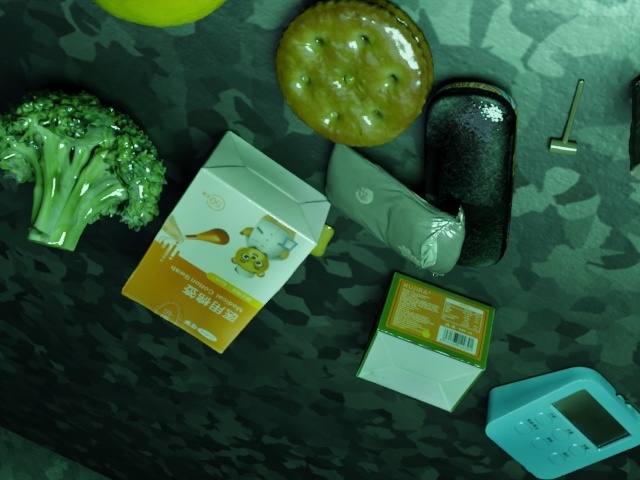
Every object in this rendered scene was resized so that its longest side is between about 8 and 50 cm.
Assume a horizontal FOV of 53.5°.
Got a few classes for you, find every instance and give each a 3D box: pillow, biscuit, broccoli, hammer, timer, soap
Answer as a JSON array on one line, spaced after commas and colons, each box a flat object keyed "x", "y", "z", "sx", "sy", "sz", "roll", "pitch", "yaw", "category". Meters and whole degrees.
[{"x": 0.102, "y": -0.040, "z": 0.976, "sx": 0.255, "sy": 0.059, "sz": 0.169, "roll": 36, "pitch": 152, "yaw": 19, "category": "pillow"}, {"x": 0.046, "y": -0.229, "z": 0.870, "sx": 0.220, "sy": 0.066, "sz": 0.220, "roll": 12, "pitch": 134, "yaw": 13, "category": "biscuit"}, {"x": -0.401, "y": -0.121, "z": 1.069, "sx": 0.288, "sy": 0.235, "sz": 0.260, "roll": 8, "pitch": 102, "yaw": 29, "category": "broccoli"}, {"x": 0.334, "y": -0.162, "z": 0.845, "sx": 0.035, "sy": 0.019, "sz": 0.110, "roll": 11, "pitch": 134, "yaw": 13, "category": "hammer"}, {"x": 0.488, "y": 0.367, "z": 1.268, "sx": 0.232, "sy": 0.091, "sz": 0.250, "roll": 42, "pitch": 131, "yaw": -18, "category": "timer"}, {"x": 0.000, "y": 0.000, "z": 1.161, "sx": 0.034, "sy": 0.012, "sz": 0.089, "roll": 25, "pitch": 138, "yaw": -1, "category": "soap"}]

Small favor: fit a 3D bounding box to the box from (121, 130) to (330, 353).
[{"x": -0.170, "y": 0.015, "z": 1.108, "sx": 0.225, "sy": 0.143, "sz": 0.341, "roll": 34, "pitch": 126, "yaw": -11, "category": "box"}]

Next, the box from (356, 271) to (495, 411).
[{"x": 0.191, "y": 0.185, "z": 1.166, "sx": 0.195, "sy": 0.148, "sz": 0.177, "roll": 19, "pitch": 141, "yaw": 4, "category": "box"}]

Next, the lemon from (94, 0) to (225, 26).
[{"x": -0.197, "y": -0.361, "z": 0.728, "sx": 0.240, "sy": 0.219, "sz": 0.240, "roll": 9, "pitch": 134, "yaw": 10, "category": "lemon"}]

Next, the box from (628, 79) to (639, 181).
[{"x": 0.469, "y": -0.158, "z": 0.665, "sx": 0.153, "sy": 0.188, "sz": 0.252, "roll": 31, "pitch": 140, "yaw": -9, "category": "box"}]

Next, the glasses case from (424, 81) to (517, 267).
[{"x": 0.217, "y": -0.083, "z": 0.928, "sx": 0.122, "sy": 0.082, "sz": 0.321, "roll": 8, "pitch": 136, "yaw": 20, "category": "glasses case"}]
